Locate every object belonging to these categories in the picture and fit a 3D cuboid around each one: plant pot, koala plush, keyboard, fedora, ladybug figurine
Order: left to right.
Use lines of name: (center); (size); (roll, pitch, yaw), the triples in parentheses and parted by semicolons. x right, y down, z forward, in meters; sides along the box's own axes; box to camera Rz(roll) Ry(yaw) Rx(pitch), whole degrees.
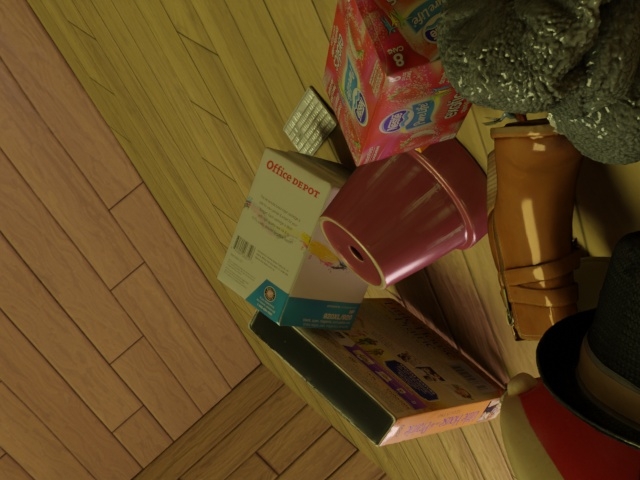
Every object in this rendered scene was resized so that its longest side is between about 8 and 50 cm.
keyboard: (-0.020, -0.186, 1.801); (0.072, 0.014, 0.256); (49, 166, -1)
plant pot: (0.105, -0.039, 1.471); (0.201, 0.180, 0.201); (45, 164, 16)
koala plush: (0.220, -0.140, 0.894); (0.221, 0.203, 0.196); (44, 171, -35)
ladybug figurine: (0.414, 0.345, 1.463); (0.449, 0.162, 0.305); (49, -153, -4)
fedora: (0.357, 0.073, 0.970); (0.334, 0.334, 0.152); (28, 125, 54)

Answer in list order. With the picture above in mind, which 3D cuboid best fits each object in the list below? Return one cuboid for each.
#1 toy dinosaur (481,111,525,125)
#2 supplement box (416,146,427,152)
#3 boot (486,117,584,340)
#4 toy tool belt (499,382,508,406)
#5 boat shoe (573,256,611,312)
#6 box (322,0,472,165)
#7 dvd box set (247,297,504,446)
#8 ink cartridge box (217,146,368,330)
toy dinosaur: (0.205, -0.142, 1.198); (0.082, 0.047, 0.090); (35, 163, -28)
supplement box: (0.110, -0.159, 1.382); (0.098, 0.062, 0.036); (36, 162, 39)
boot: (0.225, -0.005, 1.137); (0.283, 0.109, 0.220); (126, 140, -79)
toy tool belt: (0.343, 0.285, 1.903); (0.083, 0.052, 0.051); (53, -163, -4)
boat shoe: (0.387, 0.117, 1.183); (0.324, 0.116, 0.096); (28, 152, 42)
box: (0.089, -0.188, 1.168); (0.257, 0.128, 0.122); (107, 145, -73)
dvd box set: (0.109, 0.206, 1.866); (0.308, 0.062, 0.420); (39, -161, 27)
ink cartridge box: (-0.017, -0.002, 1.736); (0.168, 0.232, 0.171); (9, -162, -44)
